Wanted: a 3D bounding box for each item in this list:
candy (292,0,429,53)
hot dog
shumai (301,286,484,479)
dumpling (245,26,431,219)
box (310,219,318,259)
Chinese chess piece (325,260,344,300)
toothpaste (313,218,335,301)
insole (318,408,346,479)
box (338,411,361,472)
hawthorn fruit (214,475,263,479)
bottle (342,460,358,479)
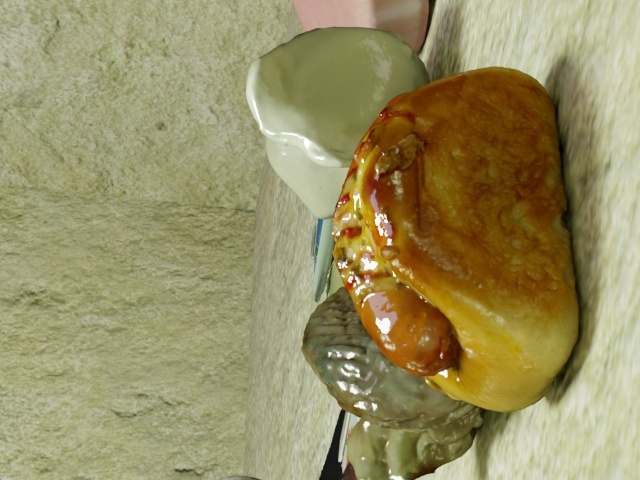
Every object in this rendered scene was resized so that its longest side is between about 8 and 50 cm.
[{"bbox_3d":[0.033,-0.318,1.636,0.255,0.094,0.255,56,158,37],"label":"candy"},{"bbox_3d":[0.086,-0.008,0.993,0.150,0.153,0.256,103,170,-51],"label":"hot dog"},{"bbox_3d":[0.079,0.108,1.129,0.209,0.161,0.153,10,127,54],"label":"shumai"},{"bbox_3d":[0.056,-0.098,1.458,0.243,0.187,0.318,52,-169,26],"label":"dumpling"},{"bbox_3d":[0.000,0.000,2.352,0.083,0.024,0.054,124,153,-77],"label":"box"},{"bbox_3d":[0.057,0.079,1.536,0.188,0.083,0.188,-173,90,-80],"label":"Chinese chess piece"},{"bbox_3d":[0.011,-0.012,1.756,0.057,0.035,0.197,-65,-13,-51],"label":"toothpaste"},{"bbox_3d":[0.018,0.314,1.966,0.348,0.009,0.119,105,170,-54],"label":"insole"},{"bbox_3d":[0.047,0.254,1.670,0.198,0.029,0.109,-97,14,-61],"label":"box"},{"bbox_3d":[-0.105,0.470,2.010,0.231,0.263,0.235,-22,14,45],"label":"hawthorn fruit"},{"bbox_3d":[0.063,0.219,1.439,0.164,0.060,0.060,108,167,-60],"label":"bottle"}]
